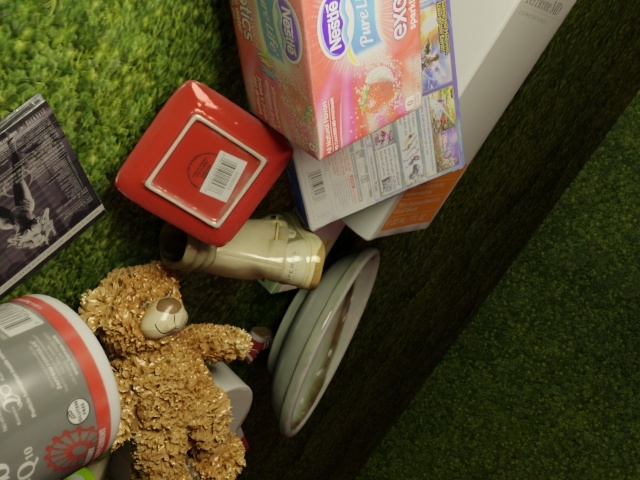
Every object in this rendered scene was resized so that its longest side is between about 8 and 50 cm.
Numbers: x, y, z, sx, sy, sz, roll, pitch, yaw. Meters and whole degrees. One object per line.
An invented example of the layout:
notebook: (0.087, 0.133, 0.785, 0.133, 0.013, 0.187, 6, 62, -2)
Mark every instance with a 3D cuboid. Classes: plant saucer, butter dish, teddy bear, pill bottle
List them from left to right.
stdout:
pill bottle: (-0.407, 0.209, 0.893, 0.363, 0.210, 0.210, -26, 149, -45)
teddy bear: (-0.196, 0.195, 1.144, 0.245, 0.113, 0.338, 0, 92, -28)
butter dish: (-0.142, -0.100, 1.038, 0.160, 0.118, 0.160, 32, 102, -24)
plant saucer: (-0.012, 0.180, 1.681, 0.400, 0.101, 0.400, -61, 168, -22)

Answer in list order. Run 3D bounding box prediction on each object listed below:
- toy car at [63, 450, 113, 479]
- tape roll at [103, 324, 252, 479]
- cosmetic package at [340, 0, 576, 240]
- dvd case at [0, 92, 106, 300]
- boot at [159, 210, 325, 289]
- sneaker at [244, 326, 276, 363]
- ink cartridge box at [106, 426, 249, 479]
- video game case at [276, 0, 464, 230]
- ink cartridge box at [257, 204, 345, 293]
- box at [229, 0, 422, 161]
toy car: (-0.386, 0.313, 1.169, 0.149, 0.188, 0.155, -76, -176, -49)
tape roll: (-0.249, 0.261, 1.342, 0.246, 0.169, 0.246, -40, 156, -21)
cosmetic package: (0.181, -0.230, 1.366, 0.230, 0.161, 0.453, -12, 137, -58)
dvd case: (-0.320, -0.036, 0.914, 0.164, 0.018, 0.221, -43, 157, -18)
boot: (-0.126, 0.000, 1.222, 0.203, 0.262, 0.095, 9, 101, -21)
sneaker: (-0.120, 0.203, 1.669, 0.067, 0.042, 0.118, -51, 156, 7)
ink cartridge box: (-0.278, 0.421, 1.628, 0.273, 0.114, 0.197, -41, 158, -18)
video game case: (0.062, -0.173, 1.148, 0.244, 0.061, 0.269, -22, 130, -11)
ink cartridge box: (0.000, 0.000, 1.549, 0.235, 0.056, 0.171, -8, 134, -57)
box: (0.001, -0.256, 0.889, 0.154, 0.142, 0.300, -30, 137, -24)
